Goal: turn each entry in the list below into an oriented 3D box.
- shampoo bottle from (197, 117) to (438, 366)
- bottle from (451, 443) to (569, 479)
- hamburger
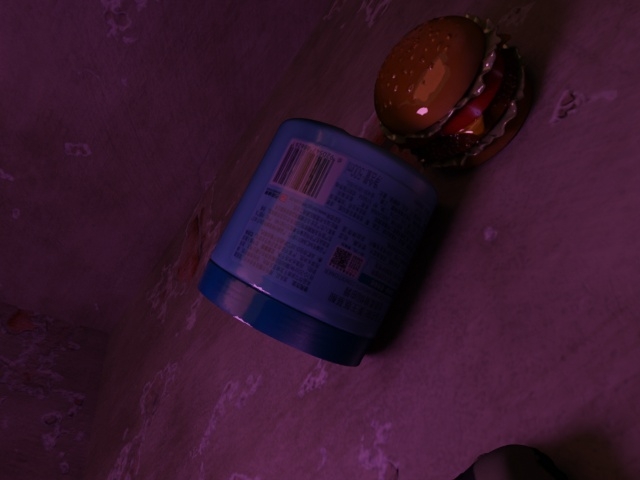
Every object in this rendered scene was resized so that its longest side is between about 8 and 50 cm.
[{"bbox_3d":[0.000,0.000,0.887,0.331,0.331,0.342,24,87,60],"label":"shampoo bottle"},{"bbox_3d":[0.143,0.376,0.545,0.347,0.169,0.168,-49,32,16],"label":"bottle"},{"bbox_3d":[0.219,-0.274,0.873,0.274,0.212,0.274,-37,39,38],"label":"hamburger"}]
